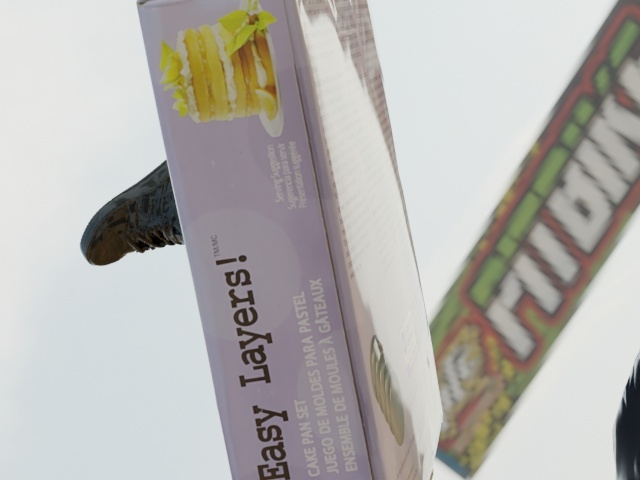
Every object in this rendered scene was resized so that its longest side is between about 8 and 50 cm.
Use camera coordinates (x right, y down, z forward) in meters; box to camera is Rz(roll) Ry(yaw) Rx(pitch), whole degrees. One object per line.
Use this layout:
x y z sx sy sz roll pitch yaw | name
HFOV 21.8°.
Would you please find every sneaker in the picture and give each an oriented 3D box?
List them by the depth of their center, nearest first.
-0.113 -0.017 1.341 0.170 0.089 0.051 -40 -33 6 | sneaker

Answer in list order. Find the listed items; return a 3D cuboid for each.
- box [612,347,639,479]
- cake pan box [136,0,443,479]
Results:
0.227 0.135 0.337 0.182 0.296 0.294 92 180 -58 | box
0.000 0.000 0.758 0.267 0.070 0.245 -52 -47 -77 | cake pan box
